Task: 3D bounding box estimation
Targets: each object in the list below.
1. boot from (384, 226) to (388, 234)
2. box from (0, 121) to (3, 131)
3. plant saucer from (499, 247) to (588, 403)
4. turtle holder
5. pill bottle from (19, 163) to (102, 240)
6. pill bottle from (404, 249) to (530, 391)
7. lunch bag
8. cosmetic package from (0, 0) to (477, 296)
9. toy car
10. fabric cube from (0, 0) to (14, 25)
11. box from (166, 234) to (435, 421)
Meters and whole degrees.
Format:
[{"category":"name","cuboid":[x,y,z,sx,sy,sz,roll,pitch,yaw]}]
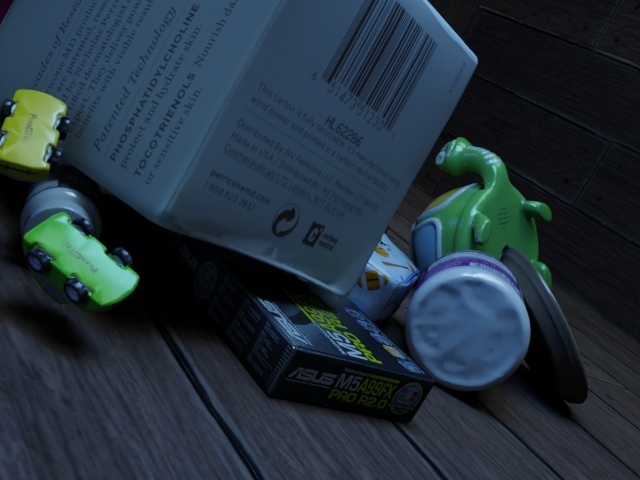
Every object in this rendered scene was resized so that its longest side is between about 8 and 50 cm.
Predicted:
[{"category":"boot","cuboid":[-0.003,-0.078,1.734,0.305,0.112,0.115,23,2,-23]},{"category":"box","cuboid":[-0.445,-0.142,0.974,0.232,0.058,0.087,22,13,-39]},{"category":"plant saucer","cuboid":[0.355,0.145,1.437,0.278,0.041,0.278,157,-90,-89]},{"category":"turtle holder","cuboid":[0.277,-0.008,1.654,0.227,0.243,0.320,5,-50,49]},{"category":"pill bottle","cuboid":[-0.257,-0.023,0.868,0.078,0.078,0.137,26,12,-21]},{"category":"pill bottle","cuboid":[0.217,0.104,1.288,0.169,0.169,0.301,31,10,6]},{"category":"lunch bag","cuboid":[0.000,0.000,1.295,0.303,0.115,0.243,39,14,9]},{"category":"cosmetic package","cuboid":[-0.109,-0.188,0.990,0.394,0.327,0.329,31,3,38]},{"category":"toy car","cuboid":[-0.253,-0.011,0.736,0.225,0.053,0.239,39,45,8]},{"category":"fabric cube","cuboid":[-0.362,-0.392,1.275,0.258,0.254,0.259,77,-6,-54]},{"category":"box","cuboid":[-0.027,0.092,0.992,0.216,0.060,0.270,21,14,-40]}]
